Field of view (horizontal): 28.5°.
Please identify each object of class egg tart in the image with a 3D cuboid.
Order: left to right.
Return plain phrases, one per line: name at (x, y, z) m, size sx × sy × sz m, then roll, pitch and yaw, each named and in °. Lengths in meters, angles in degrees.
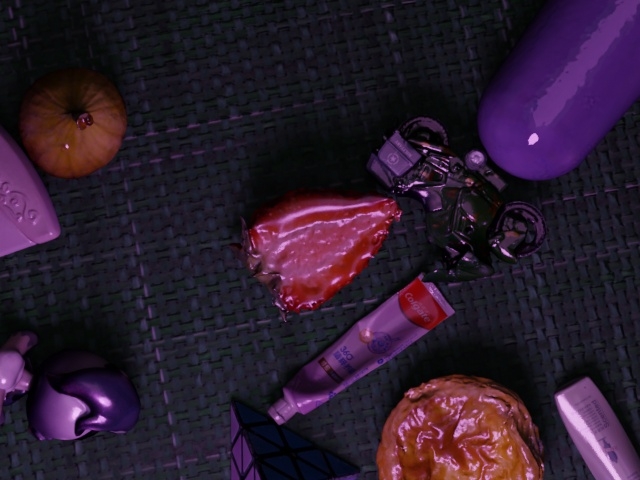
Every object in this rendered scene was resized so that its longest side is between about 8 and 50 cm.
egg tart at (0.196, 0.302, 1.761) m, size 0.241 × 0.106 × 0.241 m, roll 0°, pitch 89°, yaw 2°

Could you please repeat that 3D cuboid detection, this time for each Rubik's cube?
Rubik's cube at (-0.074, 0.357, 1.726) m, size 0.211 × 0.178 × 0.190 m, roll 25°, pitch 90°, yaw 3°

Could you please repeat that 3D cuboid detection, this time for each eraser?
eraser at (-0.491, -0.088, 1.772) m, size 0.204 × 0.059 × 0.243 m, roll -19°, pitch 90°, yaw 23°

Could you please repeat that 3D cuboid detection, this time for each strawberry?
strawberry at (-0.005, -0.015, 1.767) m, size 0.228 × 0.098 × 0.174 m, roll -42°, pitch 92°, yaw 11°

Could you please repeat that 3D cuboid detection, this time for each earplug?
earplug at (0.388, -0.283, 1.747) m, size 0.215 × 0.215 × 0.456 m, roll 38°, pitch 91°, yaw 2°

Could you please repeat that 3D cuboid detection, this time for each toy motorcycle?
toy motorcycle at (0.170, -0.046, 1.774) m, size 0.187 × 0.125 × 0.275 m, roll -45°, pitch 84°, yaw -4°

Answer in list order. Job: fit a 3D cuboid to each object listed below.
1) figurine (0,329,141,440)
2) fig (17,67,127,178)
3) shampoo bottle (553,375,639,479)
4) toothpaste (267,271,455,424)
figurine at (-0.355, 0.204, 1.755) m, size 0.222 × 0.145 × 0.145 m, roll 16°, pitch 87°, yaw 2°
fig at (-0.322, -0.162, 1.743) m, size 0.143 × 0.231 × 0.160 m, roll 28°, pitch 79°, yaw -39°
shampoo bottle at (0.406, 0.294, 1.787) m, size 0.072 × 0.049 × 0.212 m, roll -31°, pitch 88°, yaw -6°
toothpaste at (0.052, 0.162, 1.798) m, size 0.301 × 0.048 × 0.075 m, roll -37°, pitch 76°, yaw -7°
